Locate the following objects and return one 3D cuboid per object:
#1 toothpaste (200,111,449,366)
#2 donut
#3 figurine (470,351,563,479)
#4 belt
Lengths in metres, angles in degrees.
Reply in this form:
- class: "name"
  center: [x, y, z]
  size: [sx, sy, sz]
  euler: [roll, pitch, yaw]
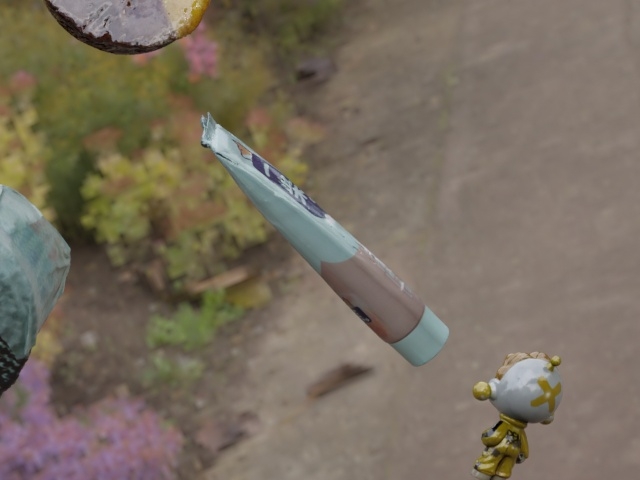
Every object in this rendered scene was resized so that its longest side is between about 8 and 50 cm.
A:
- class: "toothpaste"
  center: [0.000, 0.000, 1.119]
  size: [0.036, 0.205, 0.056]
  euler: [-42, 19, 11]
- class: "donut"
  center: [-0.143, -0.199, 1.331]
  size: [0.140, 0.140, 0.059]
  euler: [-26, -4, -15]
- class: "figurine"
  center: [0.196, 0.179, 1.857]
  size: [0.143, 0.101, 0.068]
  euler: [-46, 31, -10]
- class: "belt"
  center: [-0.363, 0.053, 1.714]
  size: [0.257, 0.207, 0.150]
  euler: [-52, 17, 31]
